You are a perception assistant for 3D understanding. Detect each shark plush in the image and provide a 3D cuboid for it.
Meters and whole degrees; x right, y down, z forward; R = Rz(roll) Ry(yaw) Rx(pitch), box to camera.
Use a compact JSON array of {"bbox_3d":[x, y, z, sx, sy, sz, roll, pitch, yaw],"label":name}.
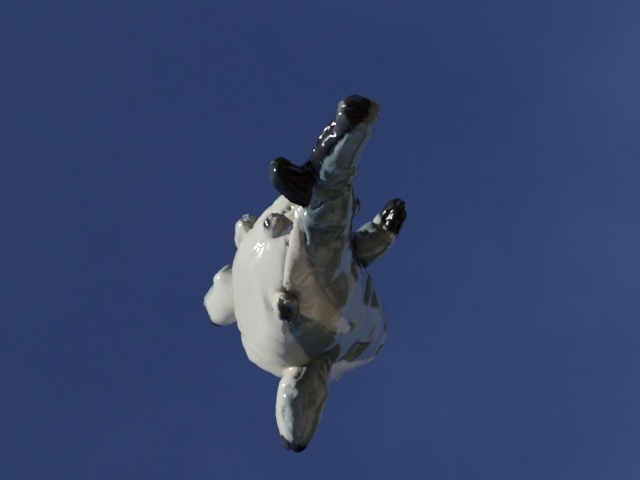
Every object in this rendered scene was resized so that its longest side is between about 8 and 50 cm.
[{"bbox_3d":[0.000,0.000,0.571,0.067,0.073,0.161,-21,-43,-20],"label":"shark plush"}]
